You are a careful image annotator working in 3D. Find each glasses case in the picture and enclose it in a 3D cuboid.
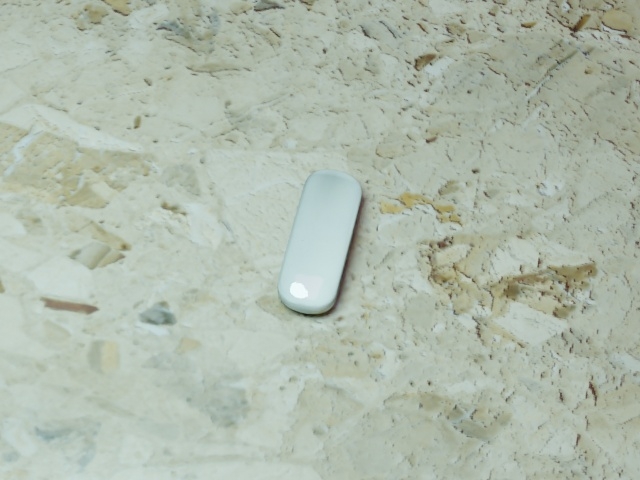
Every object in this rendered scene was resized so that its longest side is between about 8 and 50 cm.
[{"bbox_3d":[0.000,0.000,2.016,0.063,0.041,0.164,13,60,1],"label":"glasses case"}]
